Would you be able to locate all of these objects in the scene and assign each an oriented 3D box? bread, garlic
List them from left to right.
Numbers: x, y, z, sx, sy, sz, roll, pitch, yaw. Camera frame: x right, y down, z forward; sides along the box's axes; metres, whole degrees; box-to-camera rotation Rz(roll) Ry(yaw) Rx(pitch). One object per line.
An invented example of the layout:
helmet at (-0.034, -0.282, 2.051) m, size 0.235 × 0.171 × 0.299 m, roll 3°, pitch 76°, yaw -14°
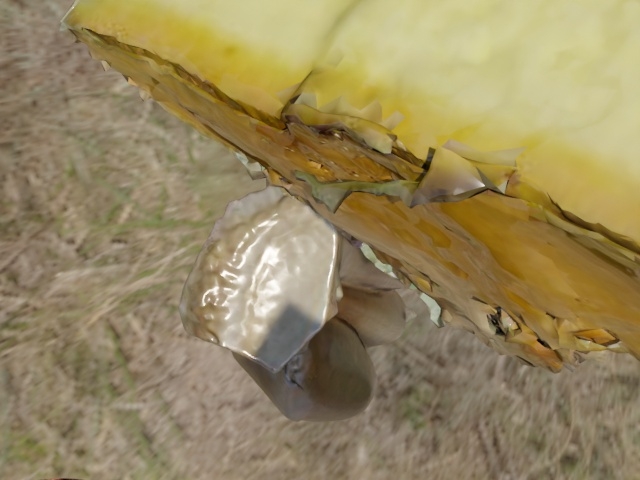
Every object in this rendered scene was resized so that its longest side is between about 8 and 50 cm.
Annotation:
garlic at (0.001, 0.001, 1.315) m, size 0.132 × 0.325 × 0.279 m, roll 14°, pitch 93°, yaw 14°
bread at (0.072, -0.106, 0.632) m, size 0.279 × 0.315 × 0.248 m, roll 32°, pitch 75°, yaw -10°

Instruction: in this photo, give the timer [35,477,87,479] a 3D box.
timer at (-0.149, 0.256, 0.986) m, size 0.229 × 0.215 × 0.229 m, roll -1°, pitch 92°, yaw -29°
